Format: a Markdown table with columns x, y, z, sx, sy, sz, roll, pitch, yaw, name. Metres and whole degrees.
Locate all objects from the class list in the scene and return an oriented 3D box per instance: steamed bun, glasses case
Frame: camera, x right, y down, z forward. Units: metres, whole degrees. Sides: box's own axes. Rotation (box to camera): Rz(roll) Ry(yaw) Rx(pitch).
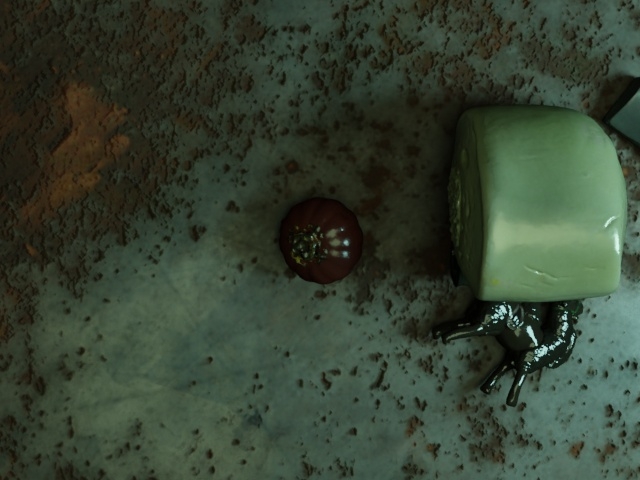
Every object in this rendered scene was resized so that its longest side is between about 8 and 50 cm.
| x | y | z | sx | sy | sz | roll | pitch | yaw | name |
| --- | --- | --- | --- | --- | --- | --- | --- | --- | --- |
| 0.246 | -0.053 | 1.898 | 0.200 | 0.155 | 0.250 | -1 | 54 | -6 | steamed bun |
| 0.431 | -0.114 | 2.024 | 0.191 | 0.042 | 0.072 | 34 | 99 | -12 | glasses case |

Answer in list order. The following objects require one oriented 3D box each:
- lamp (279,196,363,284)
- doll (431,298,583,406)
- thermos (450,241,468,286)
| x | y | z | sx | sy | sz | roll | pitch | yaw | name |
| --- | --- | --- | --- | --- | --- | --- | --- | --- | --- |
| 0.000 | 0.000 | 1.946 | 0.101 | 0.090 | 0.101 | 3 | 96 | 26 | lamp |
| 0.235 | 0.106 | 2.017 | 0.165 | 0.057 | 0.139 | -43 | 101 | -10 | doll |
| 0.249 | 0.019 | 1.992 | 0.188 | 0.083 | 0.073 | 2 | 103 | -4 | thermos |
